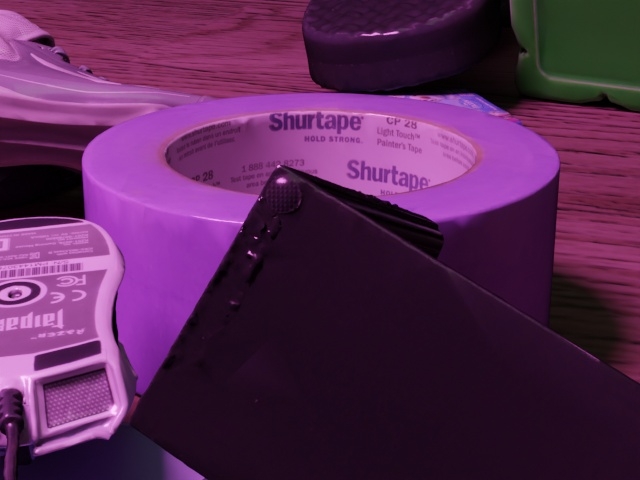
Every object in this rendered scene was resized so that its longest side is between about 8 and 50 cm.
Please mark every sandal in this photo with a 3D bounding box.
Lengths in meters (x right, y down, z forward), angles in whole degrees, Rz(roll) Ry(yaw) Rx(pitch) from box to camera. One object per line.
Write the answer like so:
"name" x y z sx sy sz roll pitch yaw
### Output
"sandal" 0.083 -0.190 1.078 0.168 0.107 0.446 -3 28 19

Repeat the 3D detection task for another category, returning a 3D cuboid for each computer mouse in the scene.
"computer mouse" -0.198 -0.033 0.715 0.071 0.041 0.242 13 24 28
"computer mouse" -0.084 0.047 0.406 0.106 0.042 0.193 -6 25 -6

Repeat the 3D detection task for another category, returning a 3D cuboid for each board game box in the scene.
"board game box" 0.064 -0.073 0.861 0.090 0.020 0.090 -6 20 -15

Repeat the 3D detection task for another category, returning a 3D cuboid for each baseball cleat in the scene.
"baseball cleat" -0.121 -0.074 0.717 0.206 0.072 0.109 9 42 -21

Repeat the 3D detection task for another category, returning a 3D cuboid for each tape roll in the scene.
"tape roll" 0.000 0.000 0.571 0.189 0.080 0.189 0 20 0

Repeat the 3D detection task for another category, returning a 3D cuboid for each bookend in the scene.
"bookend" 0.057 0.057 0.373 0.157 0.072 0.156 32 6 17

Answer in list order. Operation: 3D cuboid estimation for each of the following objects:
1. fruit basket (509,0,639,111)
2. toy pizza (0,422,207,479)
"fruit basket" 0.332 -0.225 0.981 0.392 0.283 0.392 -7 35 5
"toy pizza" -0.068 0.102 0.356 0.201 0.032 0.201 1 18 0
